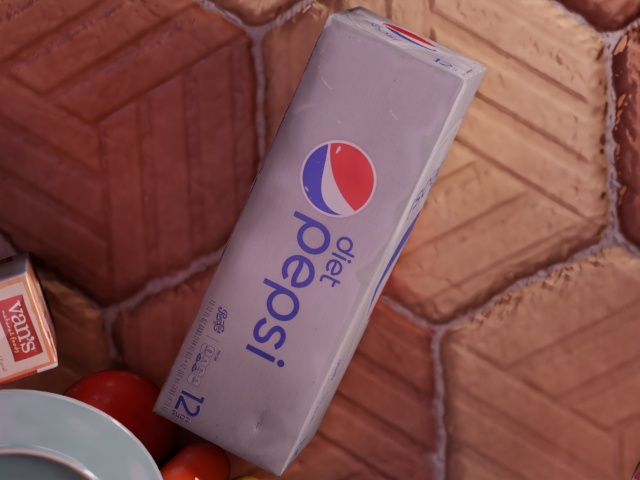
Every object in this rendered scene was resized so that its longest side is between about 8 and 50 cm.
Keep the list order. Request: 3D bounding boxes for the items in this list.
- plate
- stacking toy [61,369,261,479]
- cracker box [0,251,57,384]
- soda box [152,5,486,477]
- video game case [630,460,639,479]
[{"bbox_3d":[-0.188,0.177,1.135,0.188,0.024,0.188,-1,117,-2],"label":"plate"},{"bbox_3d":[-0.054,0.217,1.206,0.330,0.141,0.141,41,107,7],"label":"stacking toy"},{"bbox_3d":[-0.287,0.078,1.174,0.232,0.156,0.067,-19,97,-6],"label":"cracker box"},{"bbox_3d":[0.000,0.000,1.165,0.098,0.091,0.286,26,105,8],"label":"soda box"},{"bbox_3d":[0.331,0.098,1.083,0.204,0.025,0.285,27,131,7],"label":"video game case"}]
